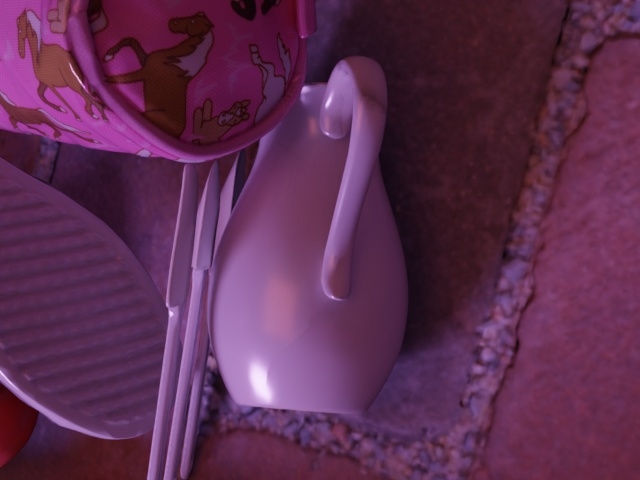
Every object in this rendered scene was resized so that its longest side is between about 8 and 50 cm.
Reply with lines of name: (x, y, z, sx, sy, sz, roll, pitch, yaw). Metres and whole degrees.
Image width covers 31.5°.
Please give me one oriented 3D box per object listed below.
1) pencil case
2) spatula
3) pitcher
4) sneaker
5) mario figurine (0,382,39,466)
pencil case: (-0.170, -0.140, 0.737, 0.386, 0.160, 0.167, 13, 66, 50)
spatula: (-0.081, 0.064, 0.741, 0.019, 0.168, 0.242, 8, 99, 3)
pitcher: (0.000, 0.000, 0.692, 0.125, 0.178, 0.207, 6, 84, -11)
sneaker: (-0.229, 0.008, 0.773, 0.126, 0.321, 0.127, -50, 17, -23)
mario figurine: (-0.323, 0.041, 0.864, 0.198, 0.170, 0.320, -51, 62, 22)
